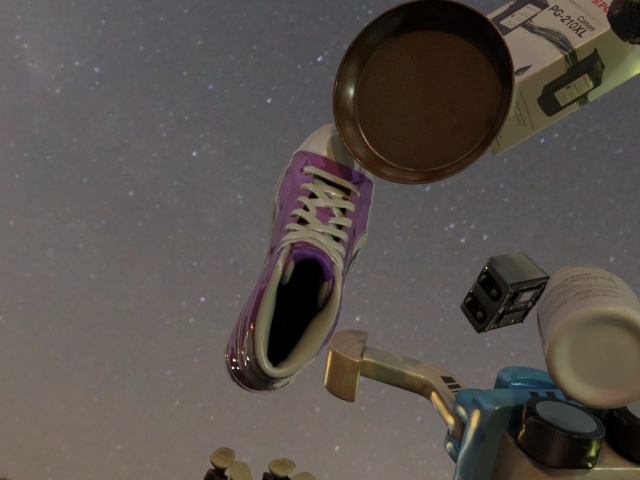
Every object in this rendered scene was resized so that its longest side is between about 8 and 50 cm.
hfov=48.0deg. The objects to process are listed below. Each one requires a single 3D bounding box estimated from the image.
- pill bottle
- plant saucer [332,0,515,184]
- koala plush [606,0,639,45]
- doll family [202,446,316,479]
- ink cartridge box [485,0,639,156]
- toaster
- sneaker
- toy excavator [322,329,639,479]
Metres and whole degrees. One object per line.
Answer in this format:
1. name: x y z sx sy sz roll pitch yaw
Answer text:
1. pill bottle: 0.347 0.108 0.922 0.131 0.229 0.131 3 -75 12
2. plant saucer: 0.093 -0.132 0.651 0.168 0.168 0.029 13 1 26
3. koala plush: 0.437 -0.262 0.726 0.196 0.203 0.221 55 8 13
4. doll family: -0.016 0.229 0.505 0.193 0.076 0.111 27 -72 29
5. ink cartridge box: 0.294 -0.250 0.987 0.237 0.172 0.100 -30 -47 7
6. toaster: 0.449 0.124 1.729 0.110 0.185 0.168 55 -42 35
7. sneaker: 0.001 0.001 0.647 0.102 0.282 0.161 19 -19 -7
8. toy excavator: 0.253 0.280 1.116 0.432 0.222 0.445 4 15 -16
